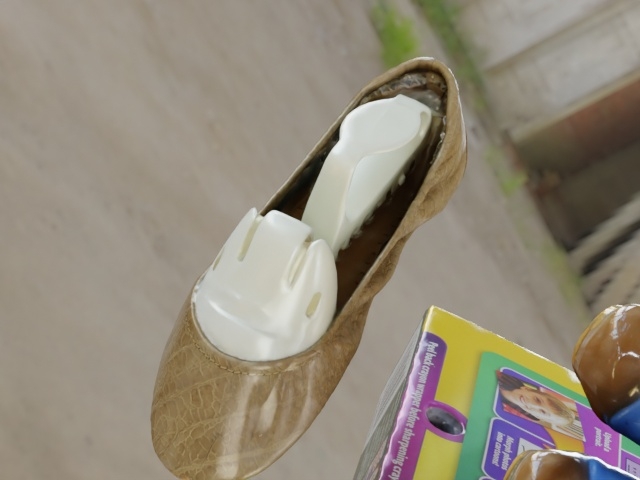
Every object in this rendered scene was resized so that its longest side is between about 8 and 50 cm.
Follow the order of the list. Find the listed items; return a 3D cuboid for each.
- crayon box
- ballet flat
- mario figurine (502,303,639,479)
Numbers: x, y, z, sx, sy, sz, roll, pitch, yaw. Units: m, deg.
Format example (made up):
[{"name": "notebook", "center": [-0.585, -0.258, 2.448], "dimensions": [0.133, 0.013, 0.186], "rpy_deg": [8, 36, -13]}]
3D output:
[{"name": "crayon box", "center": [0.175, 0.223, 1.295], "dimensions": [0.313, 0.106, 0.363], "rpy_deg": [27, 25, 0]}, {"name": "ballet flat", "center": [0.000, 0.000, 1.150], "dimensions": [0.116, 0.342, 0.124], "rpy_deg": [28, -36, 16]}, {"name": "mario figurine", "center": [0.236, 0.140, 0.820], "dimensions": [0.170, 0.320, 0.198], "rpy_deg": [-24, 131, -48]}]
